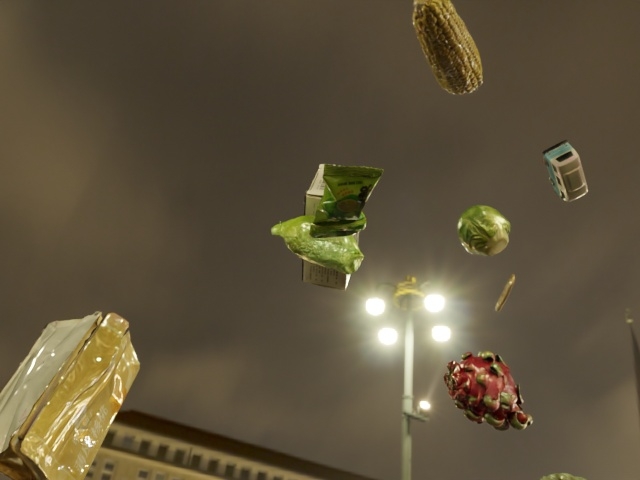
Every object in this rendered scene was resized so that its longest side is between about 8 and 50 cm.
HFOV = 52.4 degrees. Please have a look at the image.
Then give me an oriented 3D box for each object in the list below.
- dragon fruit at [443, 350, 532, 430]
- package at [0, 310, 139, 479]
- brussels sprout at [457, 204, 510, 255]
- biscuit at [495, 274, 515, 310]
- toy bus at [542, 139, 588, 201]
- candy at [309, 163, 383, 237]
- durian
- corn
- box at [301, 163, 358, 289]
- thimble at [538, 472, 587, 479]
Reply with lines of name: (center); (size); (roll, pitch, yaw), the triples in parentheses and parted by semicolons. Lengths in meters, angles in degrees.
dragon fruit: (0.477, 0.446, 1.863); (0.198, 0.273, 0.218); (-25, -3, -6)
package: (-0.463, 0.293, 1.220); (0.221, 0.311, 0.165); (42, -50, -19)
brussels sprout: (0.459, -0.025, 1.860); (0.117, 0.155, 0.155); (-3, -29, -32)
biscuit: (0.644, 0.184, 2.265); (0.018, 0.071, 0.147); (21, -66, 6)
toy bus: (0.513, -0.137, 1.351); (0.060, 0.075, 0.123); (-28, -53, 8)
candy: (0.058, -0.098, 1.523); (0.149, 0.069, 0.246); (-6, -31, -15)
durian: (0.000, 0.000, 1.744); (0.250, 0.139, 0.101); (31, -57, 11)
corn: (0.303, -0.460, 1.538); (0.119, 0.119, 0.322); (-12, -33, 23)
box: (0.035, -0.039, 1.937); (0.145, 0.173, 0.333); (9, -55, 9)
thimble: (0.292, 0.314, 0.739); (0.110, 0.084, 0.062); (18, -75, 10)
